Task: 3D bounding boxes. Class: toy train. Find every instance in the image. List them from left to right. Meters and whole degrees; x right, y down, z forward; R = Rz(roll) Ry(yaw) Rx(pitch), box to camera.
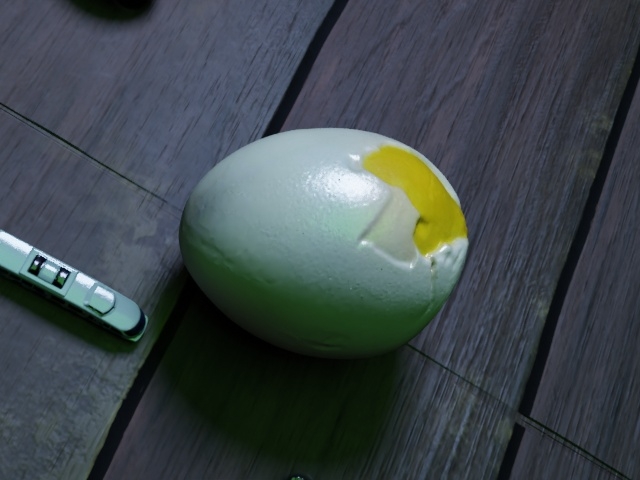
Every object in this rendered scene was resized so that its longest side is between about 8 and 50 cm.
[{"bbox_3d":[-0.299,0.057,1.277,0.207,0.047,0.043,30,63,-11],"label":"toy train"}]

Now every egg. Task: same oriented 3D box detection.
[{"bbox_3d":[0.000,0.000,1.303,0.345,0.283,0.283,11,67,-17],"label":"egg"}]
